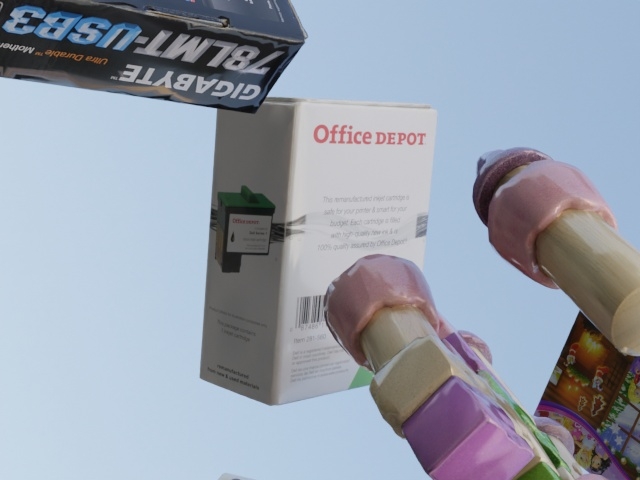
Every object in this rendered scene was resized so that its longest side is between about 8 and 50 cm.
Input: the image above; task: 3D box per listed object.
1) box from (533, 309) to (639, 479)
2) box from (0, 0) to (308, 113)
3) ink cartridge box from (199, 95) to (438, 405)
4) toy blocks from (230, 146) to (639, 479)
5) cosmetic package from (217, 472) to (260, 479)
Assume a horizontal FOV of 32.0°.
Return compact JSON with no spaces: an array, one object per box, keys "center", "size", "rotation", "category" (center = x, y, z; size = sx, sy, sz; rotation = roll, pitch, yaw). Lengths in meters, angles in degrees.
[{"center":[0.363,0.180,1.111],"size":[0.293,0.057,0.201],"rotation":[36,-64,41],"category":"box"},{"center":[-0.184,-0.217,0.634],"size":[0.073,0.293,0.295],"rotation":[-50,-128,39],"category":"box"},{"center":[0.000,0.000,0.852],"size":[0.092,0.160,0.219],"rotation":[12,-79,43],"category":"ink cartridge box"},{"center":[0.091,0.122,0.695],"size":[0.309,0.288,0.260],"rotation":[-41,-148,6],"category":"toy blocks"},{"center":[0.054,0.456,1.206],"size":[0.230,0.161,0.453],"rotation":[-3,-45,51],"category":"cosmetic package"}]
